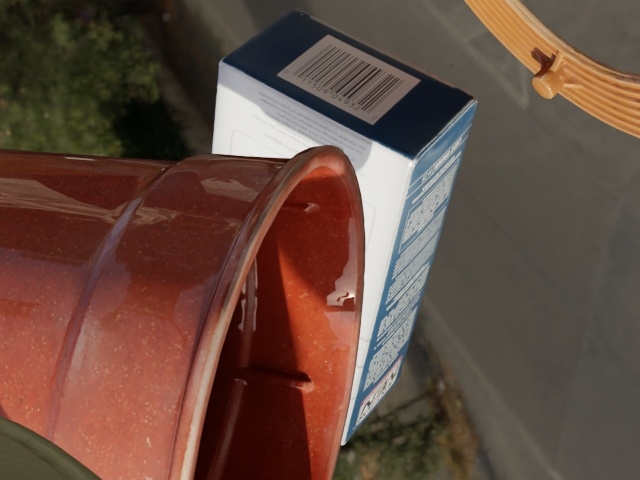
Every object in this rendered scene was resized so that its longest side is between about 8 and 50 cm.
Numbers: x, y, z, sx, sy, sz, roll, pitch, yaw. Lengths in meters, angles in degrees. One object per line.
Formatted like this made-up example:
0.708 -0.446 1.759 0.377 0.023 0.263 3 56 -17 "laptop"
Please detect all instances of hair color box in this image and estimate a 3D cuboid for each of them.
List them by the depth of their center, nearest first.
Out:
0.000 0.000 0.951 0.174 0.105 0.347 30 138 18 "hair color box"

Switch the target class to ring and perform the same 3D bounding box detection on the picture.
0.147 -0.183 0.714 0.336 0.032 0.336 46 170 11 "ring"

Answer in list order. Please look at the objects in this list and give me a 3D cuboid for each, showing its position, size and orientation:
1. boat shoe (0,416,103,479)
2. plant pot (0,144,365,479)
-0.042 0.173 0.279 0.340 0.127 0.113 31 109 30 "boat shoe"
-0.140 0.063 0.591 0.272 0.265 0.272 11 -90 -75 "plant pot"
